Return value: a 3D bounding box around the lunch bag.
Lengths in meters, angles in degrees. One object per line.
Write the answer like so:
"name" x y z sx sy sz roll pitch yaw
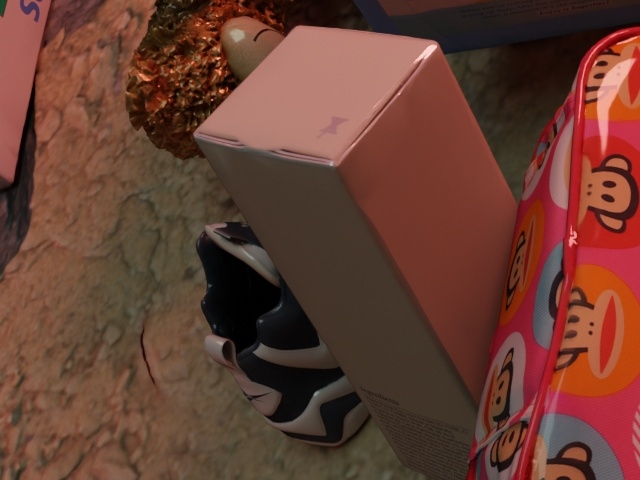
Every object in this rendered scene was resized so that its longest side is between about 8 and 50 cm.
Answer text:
"lunch bag" 0.215 0.057 0.731 0.120 0.258 0.293 111 175 -63

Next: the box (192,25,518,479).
"box" 0.053 0.020 0.832 0.113 0.275 0.094 15 55 44

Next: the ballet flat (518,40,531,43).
"ballet flat" 0.179 -0.235 1.051 0.221 0.079 0.077 -50 44 2

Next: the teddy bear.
"teddy bear" -0.056 -0.227 1.144 0.113 0.245 0.338 4 62 14

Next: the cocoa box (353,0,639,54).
"cocoa box" 0.169 -0.270 0.888 0.347 0.231 0.228 -7 69 18

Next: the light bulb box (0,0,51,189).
"light bulb box" -0.443 -0.250 1.391 0.225 0.361 0.357 -16 53 31

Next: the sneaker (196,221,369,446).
"sneaker" 0.000 0.000 0.990 0.094 0.153 0.235 21 77 46
